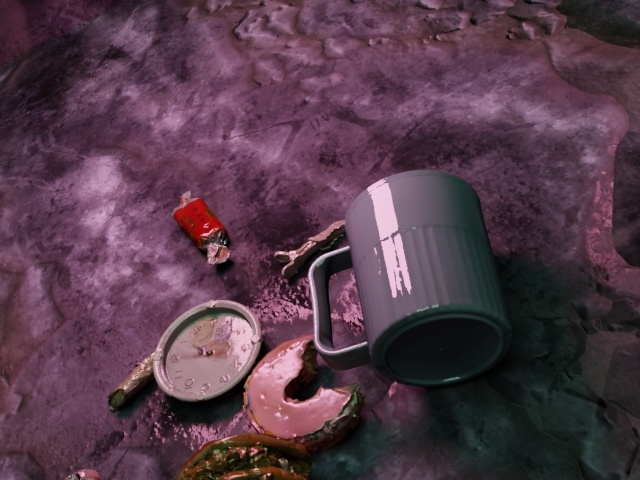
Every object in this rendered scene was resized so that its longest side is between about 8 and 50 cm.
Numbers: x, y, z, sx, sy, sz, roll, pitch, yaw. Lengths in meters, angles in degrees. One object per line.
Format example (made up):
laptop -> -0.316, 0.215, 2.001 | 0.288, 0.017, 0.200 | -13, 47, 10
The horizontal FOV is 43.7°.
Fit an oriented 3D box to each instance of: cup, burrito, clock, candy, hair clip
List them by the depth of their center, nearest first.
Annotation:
cup -> 0.156, 0.071, 1.416 | 0.332, 0.256, 0.311 | 1, 47, -9
clock -> -0.222, 0.229, 1.614 | 0.237, 0.053, 0.236 | -13, 49, 15
burrito -> -0.378, 0.288, 1.639 | 0.041, 0.055, 0.149 | 42, 71, 12
hair clip -> 0.000, 0.000, 1.731 | 0.226, 0.034, 0.072 | -34, 44, -7
candy -> -0.282, -0.035, 1.878 | 0.086, 0.059, 0.292 | -35, 46, -9

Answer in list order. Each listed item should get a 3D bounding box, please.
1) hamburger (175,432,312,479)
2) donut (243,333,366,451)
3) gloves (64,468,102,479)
hamburger -> -0.100, 0.426, 1.258 | 0.261, 0.245, 0.211 | -5, 43, -6
donut -> -0.036, 0.289, 1.450 | 0.199, 0.085, 0.233 | -34, 45, -7
gloves -> -0.433, 0.484, 1.461 | 0.110, 0.094, 0.144 | -36, 36, -25
